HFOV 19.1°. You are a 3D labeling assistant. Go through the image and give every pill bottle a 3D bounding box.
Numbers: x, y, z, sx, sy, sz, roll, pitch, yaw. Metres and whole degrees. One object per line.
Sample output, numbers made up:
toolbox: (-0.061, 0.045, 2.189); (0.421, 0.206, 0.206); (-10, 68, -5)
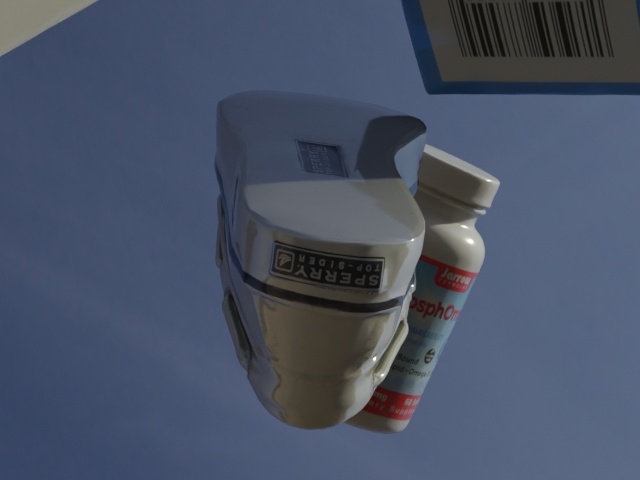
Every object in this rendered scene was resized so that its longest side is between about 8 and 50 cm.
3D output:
pill bottle: (0.042, 0.025, 1.105); (0.087, 0.087, 0.160); (21, -81, -21)

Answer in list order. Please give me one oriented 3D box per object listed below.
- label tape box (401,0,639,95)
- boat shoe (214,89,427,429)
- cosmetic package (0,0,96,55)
label tape box: (0.211, -0.222, 1.041); (0.249, 0.347, 0.115); (2, -50, 25)
boat shoe: (0.000, 0.000, 0.801); (0.096, 0.267, 0.088); (7, -73, -7)
cosmetic package: (-0.200, -0.072, 0.301); (0.365, 0.155, 0.197); (-39, -56, -35)
